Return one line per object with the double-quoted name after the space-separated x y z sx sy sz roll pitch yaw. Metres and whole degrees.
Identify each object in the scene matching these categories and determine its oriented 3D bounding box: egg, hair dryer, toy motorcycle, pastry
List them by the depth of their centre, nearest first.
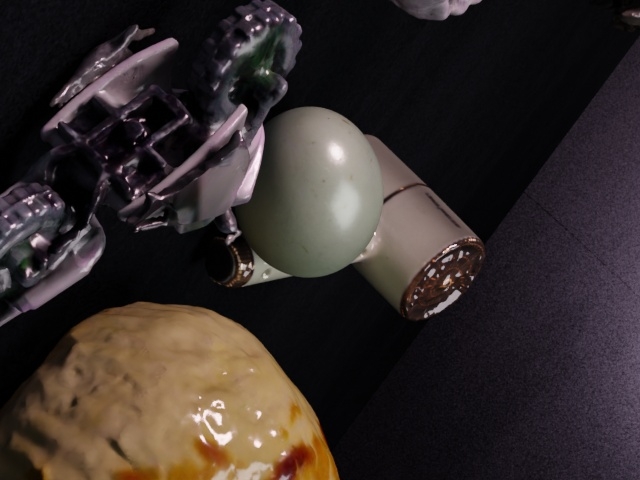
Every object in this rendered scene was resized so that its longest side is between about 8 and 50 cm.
-0.139 -0.043 1.233 0.327 0.143 0.188 -41 163 -22 "toy motorcycle"
-0.154 0.254 1.566 0.388 0.313 0.388 -50 162 -22 "pastry"
-0.012 -0.048 1.654 0.149 0.149 0.192 -47 151 -32 "egg"
0.000 0.000 1.831 0.362 0.203 0.128 -11 138 -45 "hair dryer"

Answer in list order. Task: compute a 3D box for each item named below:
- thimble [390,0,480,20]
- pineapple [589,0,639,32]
0.099 -0.307 1.364 0.217 0.157 0.245 -46 164 -36 "thimble"
0.260 -0.295 1.561 0.202 0.362 0.202 -36 160 -16 "pineapple"
